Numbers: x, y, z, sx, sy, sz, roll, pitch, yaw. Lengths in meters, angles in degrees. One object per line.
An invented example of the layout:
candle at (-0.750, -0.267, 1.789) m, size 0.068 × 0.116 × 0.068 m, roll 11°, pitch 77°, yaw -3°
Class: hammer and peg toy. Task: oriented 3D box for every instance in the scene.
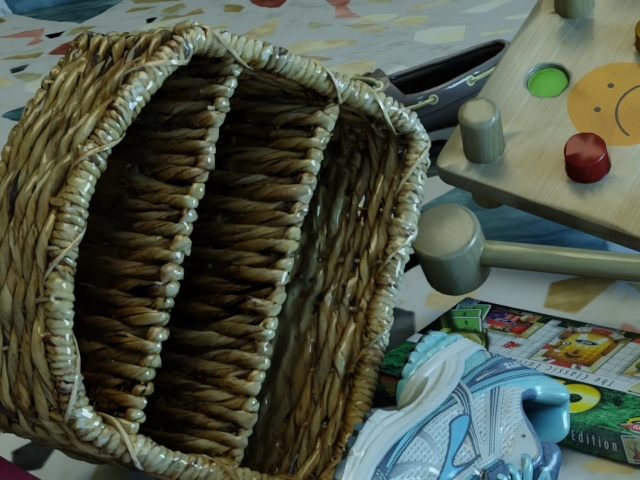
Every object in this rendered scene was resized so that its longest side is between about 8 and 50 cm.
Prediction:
hammer and peg toy at (0.246, -0.069, 1.172) m, size 0.266 × 0.127 × 0.361 m, roll 21°, pitch 63°, yaw 26°

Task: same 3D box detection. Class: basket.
basket at (-0.086, 0.009, 0.916) m, size 0.223 × 0.299 × 0.213 m, roll 7°, pitch -16°, yaw 34°

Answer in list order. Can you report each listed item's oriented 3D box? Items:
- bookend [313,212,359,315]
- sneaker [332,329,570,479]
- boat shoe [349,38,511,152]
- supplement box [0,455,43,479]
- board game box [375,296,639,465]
bookend at (0.000, 0.000, 1.144) m, size 0.072 × 0.156 × 0.157 m, roll -8°, pitch 21°, yaw 2°
sneaker at (0.084, 0.148, 0.827) m, size 0.122 × 0.110 × 0.283 m, roll 12°, pitch 33°, yaw 17°
boat shoe at (0.079, -0.152, 1.555) m, size 0.324 × 0.096 × 0.116 m, roll -14°, pitch 23°, yaw -12°
supplement box at (-0.198, 0.203, 0.827) m, size 0.104 × 0.080 × 0.188 m, roll -27°, pitch 29°, yaw -37°
board game box at (0.177, 0.101, 1.004) m, size 0.260 × 0.030 × 0.136 m, roll 10°, pitch 31°, yaw 39°
